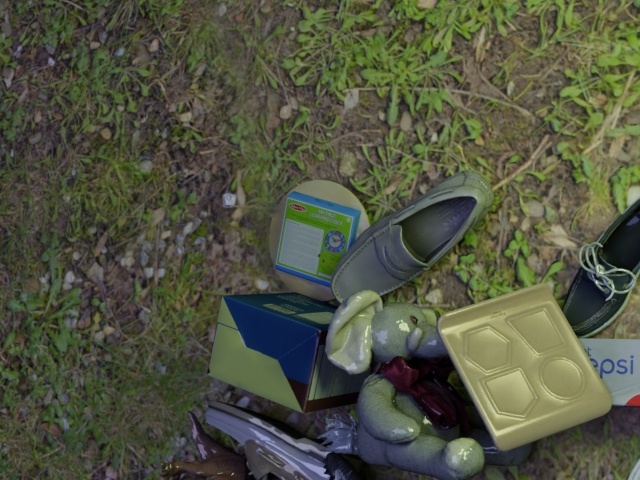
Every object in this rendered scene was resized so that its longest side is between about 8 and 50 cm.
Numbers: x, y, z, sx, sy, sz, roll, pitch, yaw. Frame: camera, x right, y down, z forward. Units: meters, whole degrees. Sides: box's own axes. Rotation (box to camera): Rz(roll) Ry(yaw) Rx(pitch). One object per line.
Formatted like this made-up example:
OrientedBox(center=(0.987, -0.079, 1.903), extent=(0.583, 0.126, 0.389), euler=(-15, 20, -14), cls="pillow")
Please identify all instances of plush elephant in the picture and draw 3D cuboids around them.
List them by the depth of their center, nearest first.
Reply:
OrientedBox(center=(0.144, 0.203, 1.882), extent=(0.330, 0.272, 0.255), euler=(1, 88, 36), cls="plush elephant")

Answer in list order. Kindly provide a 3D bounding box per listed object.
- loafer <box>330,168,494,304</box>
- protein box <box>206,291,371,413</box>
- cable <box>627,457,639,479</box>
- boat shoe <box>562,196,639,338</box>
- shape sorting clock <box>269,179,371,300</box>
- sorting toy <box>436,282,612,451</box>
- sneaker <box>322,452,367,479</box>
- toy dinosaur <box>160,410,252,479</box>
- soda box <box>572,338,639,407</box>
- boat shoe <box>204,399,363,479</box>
OrientedBox(center=(0.136, 0.004, 2.001), extent=(0.319, 0.111, 0.112), euler=(-41, 93, 21), cls="loafer")
OrientedBox(center=(-0.035, 0.174, 2.033), extent=(0.200, 0.201, 0.135), euler=(17, 99, 33), cls="protein box")
OrientedBox(center=(0.539, 0.381, 1.716), extent=(0.257, 0.089, 0.257), euler=(-1, 82, 32), cls="cable")
OrientedBox(center=(0.431, 0.034, 1.842), extent=(0.095, 0.079, 0.254), euler=(47, 107, 28), cls="boat shoe")
OrientedBox(center=(0.000, 0.000, 2.141), extent=(0.206, 0.040, 0.206), euler=(4, 97, 34), cls="shape sorting clock")
OrientedBox(center=(0.282, 0.176, 1.769), extent=(0.208, 0.193, 0.038), euler=(66, 158, 21), cls="sorting toy")
OrientedBox(center=(0.096, 0.417, 1.974), extent=(0.106, 0.078, 0.234), euler=(-33, 86, -10), cls="sneaker")
OrientedBox(center=(-0.156, 0.426, 2.126), extent=(0.200, 0.127, 0.295), euler=(-11, 49, 1), cls="toy dinosaur")
OrientedBox(center=(0.480, 0.188, 1.781), extent=(0.286, 0.091, 0.098), euler=(-1, 82, 32), cls="soda box")
OrientedBox(center=(-0.079, 0.354, 2.095), extent=(0.302, 0.113, 0.103), euler=(20, 88, 32), cls="boat shoe")
